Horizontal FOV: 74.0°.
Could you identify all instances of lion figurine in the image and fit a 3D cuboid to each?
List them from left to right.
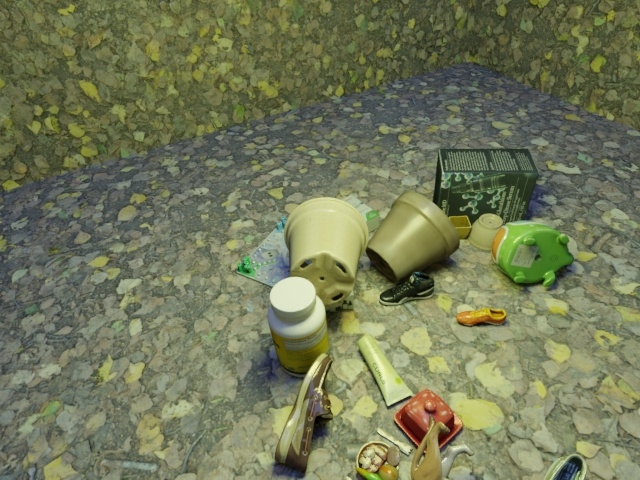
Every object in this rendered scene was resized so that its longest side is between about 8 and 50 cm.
[{"bbox_3d":[0.344,0.661,1.062,0.240,0.142,0.392,-46,45,-3],"label":"lion figurine"}]

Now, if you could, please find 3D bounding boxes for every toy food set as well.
[{"bbox_3d":[0.165,0.628,1.205,0.132,0.038,0.192,23,49,30],"label":"toy food set"}]

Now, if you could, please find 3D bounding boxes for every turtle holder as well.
[{"bbox_3d":[0.830,0.023,1.663,0.320,0.243,0.227,-20,25,-2],"label":"turtle holder"}]

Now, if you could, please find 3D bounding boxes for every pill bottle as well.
[{"bbox_3d":[-0.072,0.285,1.402,0.188,0.334,0.188,-4,41,3],"label":"pill bottle"}]

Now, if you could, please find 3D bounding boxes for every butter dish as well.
[{"bbox_3d":[0.321,0.512,1.258,0.160,0.118,0.160,-29,45,-24],"label":"butter dish"}]

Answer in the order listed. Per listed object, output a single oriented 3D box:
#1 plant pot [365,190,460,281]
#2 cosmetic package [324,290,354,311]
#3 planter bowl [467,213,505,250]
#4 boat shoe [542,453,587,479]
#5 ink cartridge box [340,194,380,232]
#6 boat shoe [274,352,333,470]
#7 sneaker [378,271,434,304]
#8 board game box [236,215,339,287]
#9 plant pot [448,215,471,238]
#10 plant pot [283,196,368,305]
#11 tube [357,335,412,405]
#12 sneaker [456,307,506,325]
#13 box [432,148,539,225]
[{"bbox_3d":[0.343,0.008,1.722,0.280,0.323,0.323,-39,49,-11],"label":"plant pot"},{"bbox_3d":[0.009,0.228,1.637,0.239,0.099,0.060,-5,40,3],"label":"cosmetic package"},{"bbox_3d":[0.734,-0.047,1.849,0.162,0.109,0.162,-3,41,3],"label":"planter bowl"},{"bbox_3d":[0.582,0.665,1.068,0.109,0.094,0.302,24,50,30],"label":"boat shoe"},{"bbox_3d":[0.156,-0.112,2.013,0.153,0.087,0.208,-28,46,-22],"label":"ink cartridge box"},{"bbox_3d":[-0.018,0.516,1.294,0.123,0.123,0.342,18,54,12],"label":"boat shoe"},{"bbox_3d":[0.330,0.175,1.638,0.217,0.121,0.079,-10,40,-4],"label":"sneaker"},{"bbox_3d":[-0.112,0.060,1.880,0.390,0.050,0.390,18,46,25],"label":"board game box"},{"bbox_3d":[0.614,-0.051,1.887,0.081,0.083,0.081,-3,41,3],"label":"plant pot"},{"bbox_3d":[0.011,0.058,1.539,0.334,0.333,0.305,-2,31,6],"label":"plant pot"},{"bbox_3d":[0.205,0.427,1.418,0.070,0.062,0.240,-46,47,16],"label":"tube"},{"bbox_3d":[0.582,0.269,1.541,0.175,0.067,0.064,-5,43,5],"label":"sneaker"},{"bbox_3d":[0.729,-0.240,1.930,0.395,0.293,0.212,1,41,9],"label":"box"}]
